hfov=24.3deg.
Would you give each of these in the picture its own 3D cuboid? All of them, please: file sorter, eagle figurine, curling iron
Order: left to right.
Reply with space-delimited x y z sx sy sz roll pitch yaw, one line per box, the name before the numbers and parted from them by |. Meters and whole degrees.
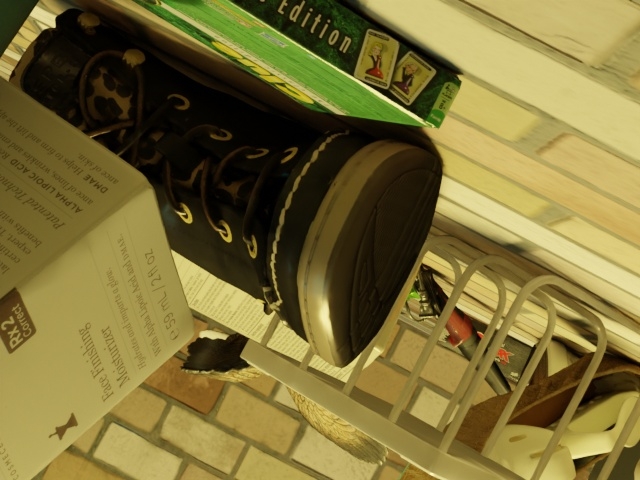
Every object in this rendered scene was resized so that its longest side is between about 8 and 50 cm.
eagle figurine | -0.042 0.129 1.741 0.226 0.298 0.225 -7 129 4
file sorter | 0.110 0.096 1.234 0.193 0.173 0.278 29 177 -36
curling iron | 0.157 0.113 1.696 0.035 0.068 0.274 -12 142 25

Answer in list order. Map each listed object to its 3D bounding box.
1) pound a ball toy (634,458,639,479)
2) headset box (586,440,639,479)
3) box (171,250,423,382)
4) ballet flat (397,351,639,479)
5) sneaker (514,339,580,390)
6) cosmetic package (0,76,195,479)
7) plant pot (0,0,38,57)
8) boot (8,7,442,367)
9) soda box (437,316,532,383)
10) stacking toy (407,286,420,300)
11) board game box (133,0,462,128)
pound a ball toy | 0.416 0.269 1.754 0.208 0.135 0.319 27 176 5
headset box | 0.521 0.339 2.004 0.246 0.131 0.283 25 175 28
box | -0.070 0.015 1.526 0.311 0.121 0.148 29 155 -7
ballet flat | 0.217 0.194 1.403 0.342 0.116 0.124 -20 -171 -39
sneaker | 0.294 0.178 1.720 0.123 0.106 0.290 24 -173 6
cosmetic package | -0.199 0.032 0.872 0.151 0.184 0.151 33 153 30
plant pot | -0.283 -0.151 0.747 0.165 0.165 0.234 26 168 17
boot | -0.071 -0.045 0.954 0.284 0.138 0.377 27 -178 6
soda box | 0.246 0.156 2.055 0.169 0.053 0.060 27 177 17
stacking toy | 0.000 0.000 1.729 0.167 0.052 0.221 28 175 -39
board game box | -0.074 -0.123 0.631 0.260 0.030 0.136 29 174 -25
